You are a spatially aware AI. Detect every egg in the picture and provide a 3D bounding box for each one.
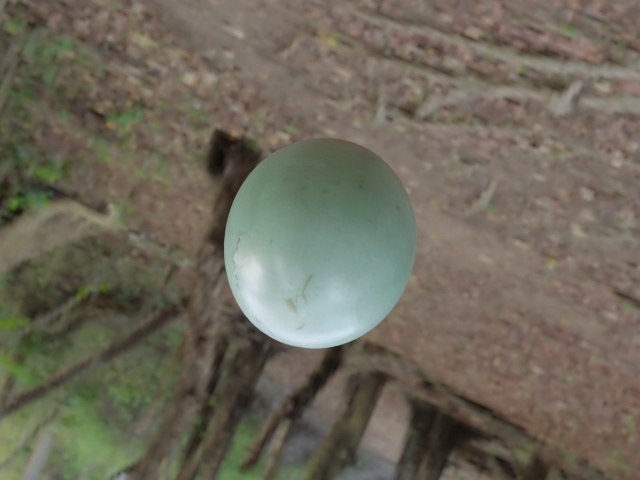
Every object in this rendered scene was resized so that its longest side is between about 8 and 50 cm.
[{"bbox_3d":[0.000,0.000,1.555,0.202,0.203,0.283,24,-150,-1],"label":"egg"}]
